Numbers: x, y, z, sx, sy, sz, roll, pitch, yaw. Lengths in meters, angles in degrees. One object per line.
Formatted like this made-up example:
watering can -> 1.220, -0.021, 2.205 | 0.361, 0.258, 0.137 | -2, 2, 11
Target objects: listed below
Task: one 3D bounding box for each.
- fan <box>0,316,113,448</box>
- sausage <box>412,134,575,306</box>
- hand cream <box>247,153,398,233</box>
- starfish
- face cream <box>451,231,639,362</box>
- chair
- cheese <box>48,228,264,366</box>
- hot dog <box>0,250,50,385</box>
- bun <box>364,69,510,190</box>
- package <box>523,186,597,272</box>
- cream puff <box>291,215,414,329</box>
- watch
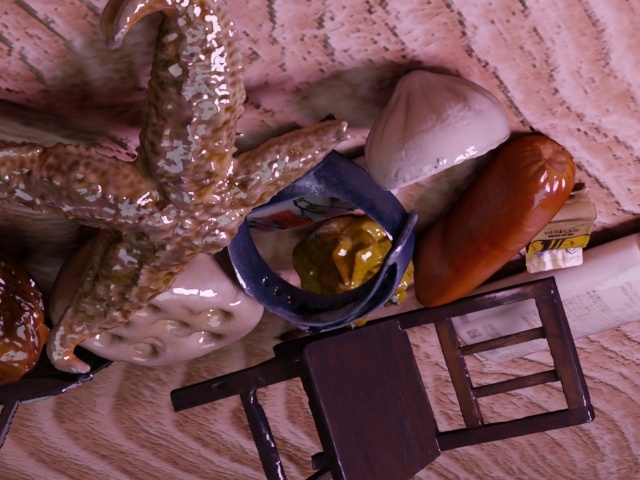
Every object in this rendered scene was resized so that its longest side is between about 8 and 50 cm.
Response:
fan -> -0.310, 0.147, 1.482 | 0.223, 0.294, 0.012 | -19, 116, -21
sausage -> 0.177, -0.013, 1.392 | 0.083, 0.089, 0.300 | -2, 155, -23
hand cream -> -0.008, -0.043, 1.348 | 0.234, 0.050, 0.080 | -18, 156, 36
starfish -> -0.193, -0.044, 1.156 | 0.432, 0.082, 0.324 | -31, 132, 29
face cream -> 0.339, 0.060, 1.581 | 0.348, 0.081, 0.173 | -22, 149, 29
chair -> 0.069, 0.195, 1.532 | 0.416, 0.203, 0.240 | -18, 180, 38
cheese -> -0.179, 0.050, 1.411 | 0.235, 0.117, 0.218 | -5, 153, 0
hot dog -> -0.423, 0.061, 1.371 | 0.272, 0.122, 0.196 | 24, 147, -32
bun -> 0.096, -0.108, 1.179 | 0.138, 0.094, 0.138 | -25, -173, 3
package -> 0.263, -0.013, 1.455 | 0.071, 0.047, 0.131 | -9, 156, 1
cream puff -> 0.041, 0.042, 1.448 | 0.146, 0.116, 0.146 | -6, 151, -3
watch -> 0.000, 0.000, 1.297 | 0.206, 0.068, 0.193 | -16, 119, 37
